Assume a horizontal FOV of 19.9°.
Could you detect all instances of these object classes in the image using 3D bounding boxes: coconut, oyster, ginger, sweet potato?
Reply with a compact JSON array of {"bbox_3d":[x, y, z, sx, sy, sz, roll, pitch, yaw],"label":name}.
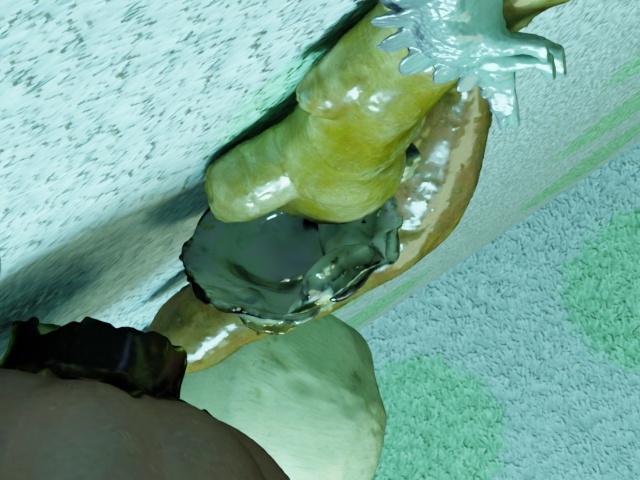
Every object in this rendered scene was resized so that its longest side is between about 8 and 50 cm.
[{"bbox_3d":[-0.060,0.133,1.490,0.224,0.224,0.224,-34,173,-4],"label":"coconut"},{"bbox_3d":[0.000,0.000,1.115,0.191,0.081,0.163,-37,-147,-21],"label":"oyster"},{"bbox_3d":[0.038,-0.083,0.952,0.118,0.065,0.299,-11,161,-31],"label":"ginger"},{"bbox_3d":[0.017,-0.004,1.275,0.106,0.095,0.354,27,125,-35],"label":"sweet potato"}]

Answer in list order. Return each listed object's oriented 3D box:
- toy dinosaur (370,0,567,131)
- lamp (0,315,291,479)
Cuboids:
[{"bbox_3d":[0.062,-0.104,0.800,0.082,0.039,0.209,-2,151,10],"label":"toy dinosaur"},{"bbox_3d":[-0.152,0.167,1.072,0.305,0.239,0.305,7,162,2],"label":"lamp"}]
